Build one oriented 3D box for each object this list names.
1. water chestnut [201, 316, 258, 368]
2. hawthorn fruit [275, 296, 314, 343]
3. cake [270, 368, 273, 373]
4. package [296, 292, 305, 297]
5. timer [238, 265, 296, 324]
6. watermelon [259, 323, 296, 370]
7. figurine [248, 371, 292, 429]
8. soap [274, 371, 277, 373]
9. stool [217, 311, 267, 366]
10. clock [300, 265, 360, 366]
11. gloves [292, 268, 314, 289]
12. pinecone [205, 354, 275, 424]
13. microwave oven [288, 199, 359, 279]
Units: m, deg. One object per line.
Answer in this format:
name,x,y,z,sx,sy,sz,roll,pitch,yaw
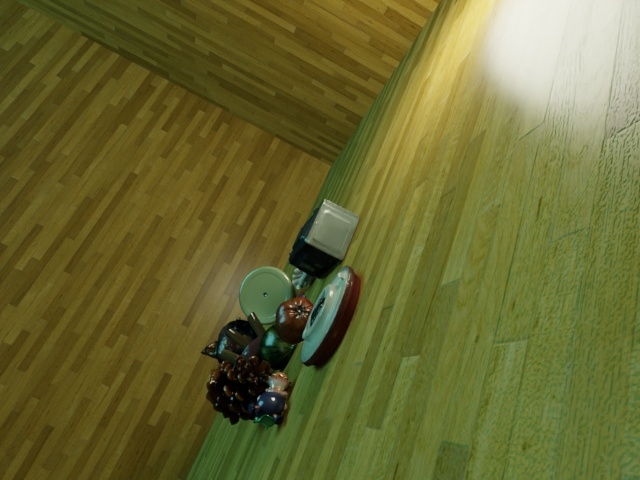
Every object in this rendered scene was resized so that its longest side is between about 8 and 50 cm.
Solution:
water chestnut,-0.456,0.587,2.350,0.335,0.347,0.334,-13,-90,-86
hawthorn fruit,-0.090,0.299,1.561,0.162,0.163,0.203,-71,-5,-45
cake,-0.215,0.562,1.935,0.052,0.065,0.121,-58,32,37
package,-0.097,0.274,2.107,0.059,0.029,0.083,-41,7,-6
timer,-0.237,0.293,2.331,0.290,0.291,0.315,-64,-16,-2
watermelon,-0.175,0.414,1.798,0.204,0.127,0.232,-61,12,-11
figurine,-0.157,0.503,1.402,0.195,0.112,0.102,-75,-7,-56
soap,-0.197,0.578,1.807,0.089,0.012,0.034,-67,8,-25
stool,-0.322,0.486,2.034,0.272,0.179,0.272,-48,-19,-23
clock,0.016,0.219,1.314,0.318,0.080,0.318,-61,8,14
gloves,-0.060,0.139,2.083,0.229,0.097,0.119,-55,5,23
pinecone,-0.277,0.542,1.626,0.264,0.264,0.264,-62,7,14
microwave oven,0.000,0.000,1.809,0.237,0.181,0.295,-65,8,-24
